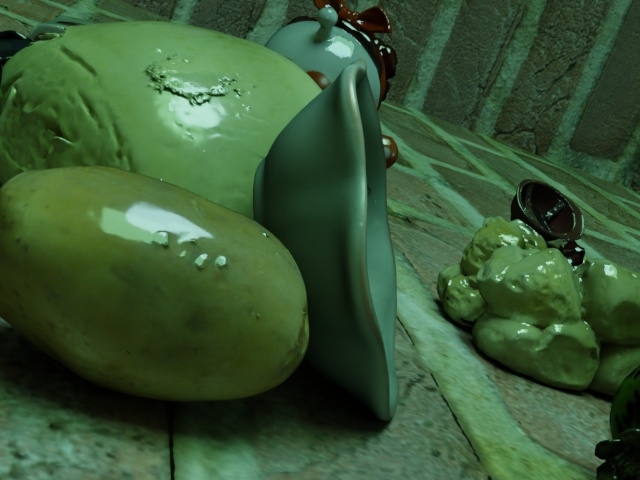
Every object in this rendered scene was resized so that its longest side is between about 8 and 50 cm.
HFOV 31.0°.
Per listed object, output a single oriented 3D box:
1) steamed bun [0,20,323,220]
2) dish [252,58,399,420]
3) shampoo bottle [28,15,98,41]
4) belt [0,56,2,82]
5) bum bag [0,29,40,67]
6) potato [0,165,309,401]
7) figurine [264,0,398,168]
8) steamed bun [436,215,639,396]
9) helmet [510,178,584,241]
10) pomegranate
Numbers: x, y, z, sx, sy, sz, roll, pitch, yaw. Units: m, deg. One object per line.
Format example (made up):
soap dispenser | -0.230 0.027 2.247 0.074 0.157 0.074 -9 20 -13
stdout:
steamed bun | -0.107 -0.075 0.843 0.232 0.166 0.273 11 16 -46
dish | 0.000 0.000 0.712 0.081 0.229 0.229 -5 10 8
shampoo bottle | -0.300 -0.227 1.387 0.153 0.071 0.284 20 11 3
belt | -0.319 -0.135 0.777 0.198 0.151 0.078 3 20 -26
bum bag | -0.298 -0.155 1.078 0.137 0.074 0.310 3 13 -21
potato | -0.086 0.024 0.588 0.178 0.109 0.118 17 -6 -17
figurine | -0.012 -0.124 1.071 0.183 0.226 0.160 31 17 38
steamed bun | 0.207 0.050 0.972 0.192 0.106 0.177 20 14 -12
helmet | 0.299 -0.028 1.576 0.111 0.057 0.089 28 46 -12
pomegranate | 0.220 0.122 0.690 0.161 0.122 0.122 -16 33 -32
